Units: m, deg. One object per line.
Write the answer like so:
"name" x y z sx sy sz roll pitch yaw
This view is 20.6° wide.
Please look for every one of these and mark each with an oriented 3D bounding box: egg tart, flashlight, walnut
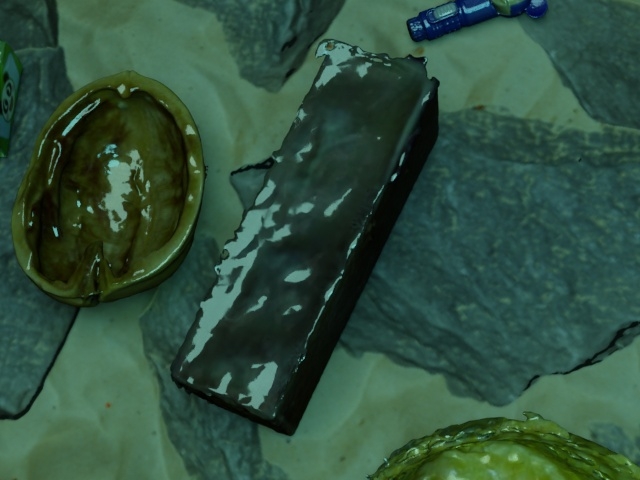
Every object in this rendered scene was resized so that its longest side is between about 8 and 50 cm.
"egg tart" 0.131 0.242 1.286 0.294 0.123 0.294 -10 56 14
"flashlight" 0.133 -0.203 1.527 0.121 0.035 0.057 -19 68 3
"walnut" -0.166 -0.032 1.488 0.167 0.087 0.211 4 68 19

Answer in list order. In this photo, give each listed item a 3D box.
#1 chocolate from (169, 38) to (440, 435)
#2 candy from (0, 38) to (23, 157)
"chocolate" 0.000 0.000 1.435 0.112 0.112 0.321 20 75 19
"candy" -0.373 -0.128 1.578 0.194 0.062 0.097 2 68 11
